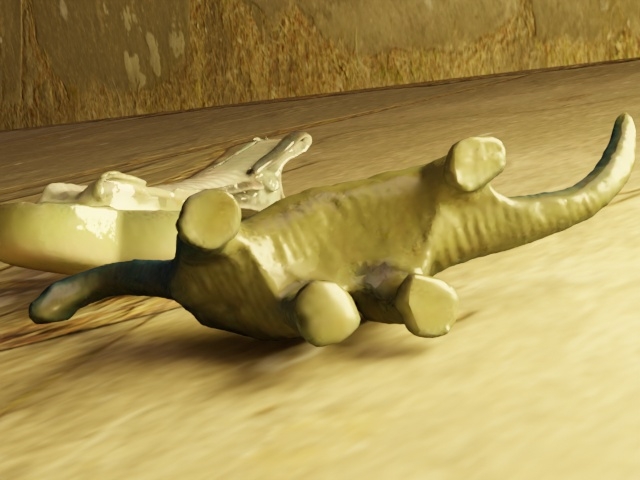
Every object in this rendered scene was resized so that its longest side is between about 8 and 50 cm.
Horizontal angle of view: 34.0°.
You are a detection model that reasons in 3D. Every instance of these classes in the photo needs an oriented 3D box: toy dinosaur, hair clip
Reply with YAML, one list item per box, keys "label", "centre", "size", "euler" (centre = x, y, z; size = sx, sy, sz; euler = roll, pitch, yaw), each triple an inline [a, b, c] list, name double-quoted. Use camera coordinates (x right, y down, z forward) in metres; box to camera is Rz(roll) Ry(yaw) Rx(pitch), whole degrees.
- label: "toy dinosaur"
  centre: [0.000, 0.000, 0.452]
  size: [0.248, 0.075, 0.188]
  euler: [-19, 6, -17]
- label: "hair clip"
  centre: [-0.098, -0.016, 0.598]
  size: [0.159, 0.071, 0.218]
  euler: [-4, 6, 38]
